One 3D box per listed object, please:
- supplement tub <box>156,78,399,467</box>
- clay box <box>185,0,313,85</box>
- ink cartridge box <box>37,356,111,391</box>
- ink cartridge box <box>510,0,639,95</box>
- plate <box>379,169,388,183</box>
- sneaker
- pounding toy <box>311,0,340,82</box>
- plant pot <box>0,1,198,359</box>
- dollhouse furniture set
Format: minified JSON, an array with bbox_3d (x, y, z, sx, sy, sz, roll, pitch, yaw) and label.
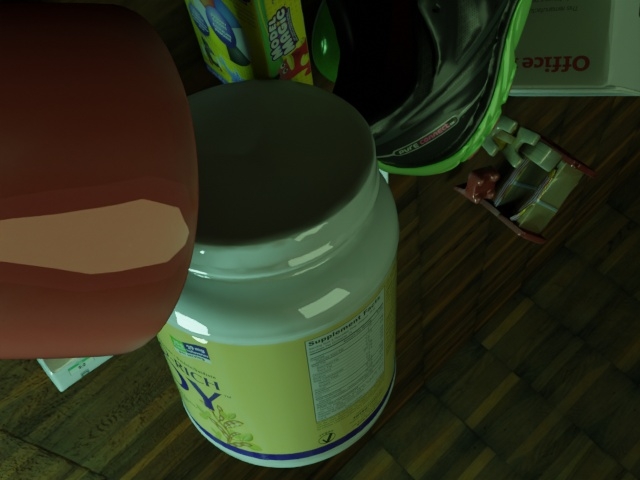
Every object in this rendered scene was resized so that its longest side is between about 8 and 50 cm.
[{"bbox_3d":[-0.046,0.042,0.682,0.241,0.241,0.331,-36,144,-25],"label":"supplement tub"},{"bbox_3d":[-0.073,-0.213,0.633,0.053,0.127,0.222,-41,153,-16],"label":"clay box"},{"bbox_3d":[-0.241,0.117,0.854,0.181,0.056,0.225,-35,165,-23],"label":"ink cartridge box"},{"bbox_3d":[0.286,-0.312,0.852,0.197,0.198,0.270,-10,105,-51],"label":"ink cartridge box"},{"bbox_3d":[0.000,0.000,1.141,0.278,0.045,0.277,-40,154,-16],"label":"plate"},{"bbox_3d":[0.110,-0.293,0.657,0.202,0.185,0.483,-3,109,-39],"label":"sneaker"},{"bbox_3d":[0.094,-0.237,0.881,0.183,0.110,0.237,-41,153,-14],"label":"pounding toy"},{"bbox_3d":[-0.255,-0.035,0.473,0.243,0.275,0.275,-6,132,-42],"label":"plant pot"},{"bbox_3d":[0.391,-0.144,1.484,0.374,0.152,0.201,16,115,-43],"label":"dollhouse furniture set"}]
